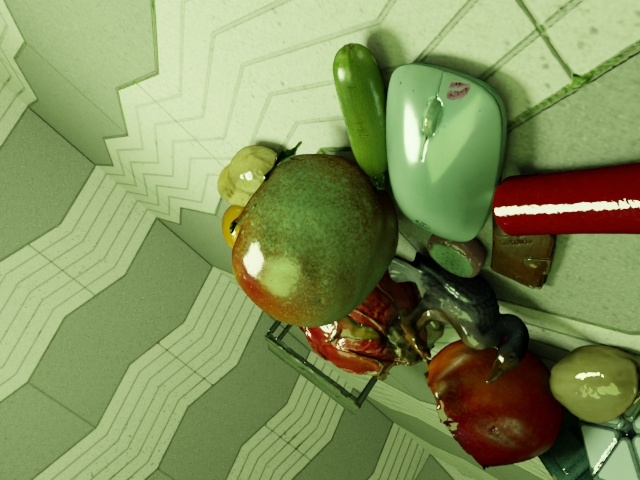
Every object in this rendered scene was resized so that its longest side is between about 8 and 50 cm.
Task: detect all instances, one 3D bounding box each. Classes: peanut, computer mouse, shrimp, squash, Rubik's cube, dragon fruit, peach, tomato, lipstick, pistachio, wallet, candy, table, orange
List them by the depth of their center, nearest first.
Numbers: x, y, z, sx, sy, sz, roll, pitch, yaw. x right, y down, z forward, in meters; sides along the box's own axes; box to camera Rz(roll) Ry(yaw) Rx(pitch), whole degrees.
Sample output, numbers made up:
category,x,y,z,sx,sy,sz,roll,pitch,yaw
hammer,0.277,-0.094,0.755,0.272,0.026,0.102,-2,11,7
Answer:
category,x,y,z,sx,sy,sz,roll,pitch,yaw
lipstick,0.298,-0.042,0.541,0.080,0.080,0.241,45,161,-22
computer mouse,0.152,-0.094,0.668,0.159,0.097,0.288,31,162,27
squash,0.065,-0.166,0.701,0.066,0.066,0.252,28,158,29
wallet,0.301,0.018,0.767,0.095,0.026,0.176,26,159,27
Rubik's cube,0.566,0.337,0.850,0.228,0.234,0.228,-18,175,26
pistachio,0.462,0.236,0.850,0.108,0.126,0.185,2,149,-12
candy,0.234,0.019,0.872,0.103,0.043,0.103,36,162,14
tomato,0.000,0.000,0.878,0.239,0.303,0.303,35,162,15
peach,0.351,0.293,0.994,0.361,0.201,0.258,33,-146,-49
peanut,-0.152,-0.134,1.123,0.125,0.111,0.274,38,163,-15
dragon fruit,0.084,0.160,1.144,0.277,0.277,0.342,45,163,-20
shrimp,0.229,0.219,1.334,0.178,0.075,0.289,41,165,19
orange,-0.199,-0.038,1.409,0.134,0.155,0.155,-18,136,17
table,0.049,0.305,1.548,0.335,0.272,0.222,35,161,12

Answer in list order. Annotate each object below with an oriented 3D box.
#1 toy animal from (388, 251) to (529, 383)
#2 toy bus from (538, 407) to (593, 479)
category,x,y,z,sx,sy,sz,roll,pitch,yaw
toy animal,0.234,0.126,0.932,0.298,0.185,0.122,57,180,40
toy bus,0.533,0.442,1.039,0.167,0.138,0.275,42,-172,-4
